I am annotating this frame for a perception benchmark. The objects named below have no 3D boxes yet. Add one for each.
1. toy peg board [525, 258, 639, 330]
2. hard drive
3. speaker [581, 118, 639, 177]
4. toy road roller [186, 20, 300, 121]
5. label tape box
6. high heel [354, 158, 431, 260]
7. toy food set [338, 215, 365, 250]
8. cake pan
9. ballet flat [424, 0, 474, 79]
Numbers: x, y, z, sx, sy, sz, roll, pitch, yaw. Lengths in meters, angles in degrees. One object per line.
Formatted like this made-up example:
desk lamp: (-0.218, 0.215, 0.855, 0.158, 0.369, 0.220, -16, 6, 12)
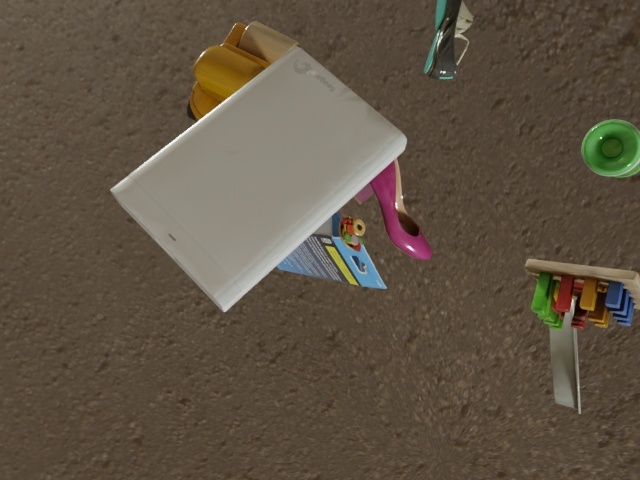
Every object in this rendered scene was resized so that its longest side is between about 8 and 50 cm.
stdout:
toy peg board: (0.420, 0.100, 0.982, 0.161, 0.161, 0.079, 8, 74, 37)
hard drive: (-0.071, -0.088, 0.764, 0.307, 0.040, 0.203, -43, 74, -16)
speaker: (0.686, -0.208, 1.432, 0.131, 0.296, 0.131, 3, 96, 30)
toy road roller: (-0.183, -0.403, 1.498, 0.202, 0.240, 0.329, 28, 78, 6)
label tape box: (0.000, 0.000, 1.634, 0.348, 0.249, 0.115, 7, 61, 29)
high heel: (0.262, -0.096, 1.893, 0.181, 0.377, 0.127, -35, 25, 29)
toy food set: (0.072, -0.017, 1.407, 0.020, 0.083, 0.082, -19, 61, 39)
cake pan: (0.539, 0.230, 1.366, 0.054, 0.293, 0.293, -3, 70, 22)
ballet flat: (0.332, -0.533, 1.578, 0.096, 0.095, 0.280, 13, 81, -6)
